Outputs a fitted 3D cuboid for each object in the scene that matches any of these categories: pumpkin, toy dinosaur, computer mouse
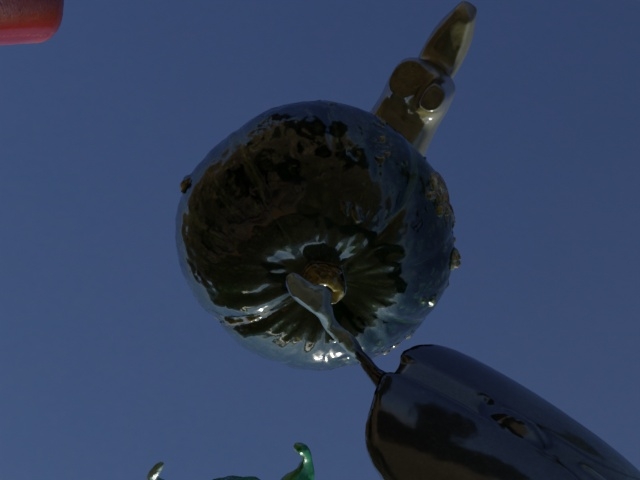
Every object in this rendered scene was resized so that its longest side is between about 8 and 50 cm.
[{"bbox_3d":[-0.001,-0.001,1.149,0.190,0.190,0.146,-54,-141,21],"label":"pumpkin"},{"bbox_3d":[-0.023,0.074,0.492,0.021,0.062,0.083,45,-30,23],"label":"toy dinosaur"},{"bbox_3d":[0.122,0.148,0.967,0.379,0.167,0.090,47,-59,-3],"label":"computer mouse"}]

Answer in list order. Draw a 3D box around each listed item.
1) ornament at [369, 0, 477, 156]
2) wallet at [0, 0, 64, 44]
[{"bbox_3d":[0.071,-0.102,1.479,0.061,0.245,0.230,29,-80,1],"label":"ornament"},{"bbox_3d":[-0.198,-0.177,0.953,0.045,0.204,0.142,-1,-82,12],"label":"wallet"}]
